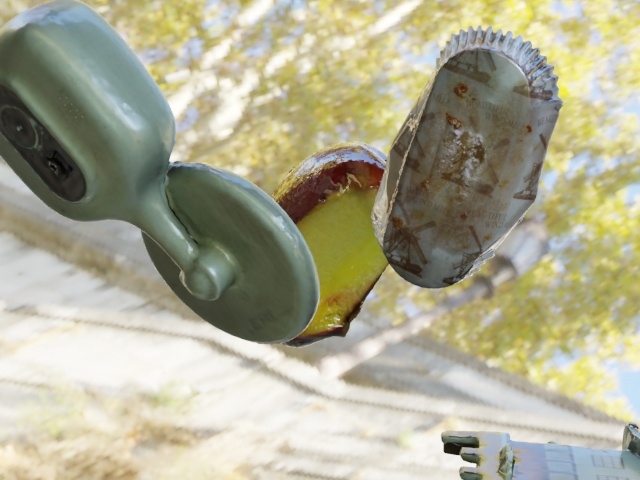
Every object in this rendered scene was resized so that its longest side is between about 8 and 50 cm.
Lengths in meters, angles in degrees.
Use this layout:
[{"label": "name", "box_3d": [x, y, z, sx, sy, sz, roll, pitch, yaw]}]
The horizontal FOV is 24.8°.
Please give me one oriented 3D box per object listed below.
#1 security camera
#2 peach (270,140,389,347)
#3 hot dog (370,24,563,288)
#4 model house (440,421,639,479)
[{"label": "security camera", "box_3d": [-0.127, -0.032, 1.031, 0.301, 0.080, 0.157, 48, -39, -7]}, {"label": "peach", "box_3d": [0.000, -0.005, 1.780, 0.267, 0.158, 0.154, -59, -158, 24]}, {"label": "hot dog", "box_3d": [0.137, -0.071, 1.373, 0.144, 0.075, 0.268, 23, -64, 0]}, {"label": "model house", "box_3d": [0.205, 0.286, 1.308, 0.215, 0.198, 0.224, 5, -78, 3]}]
